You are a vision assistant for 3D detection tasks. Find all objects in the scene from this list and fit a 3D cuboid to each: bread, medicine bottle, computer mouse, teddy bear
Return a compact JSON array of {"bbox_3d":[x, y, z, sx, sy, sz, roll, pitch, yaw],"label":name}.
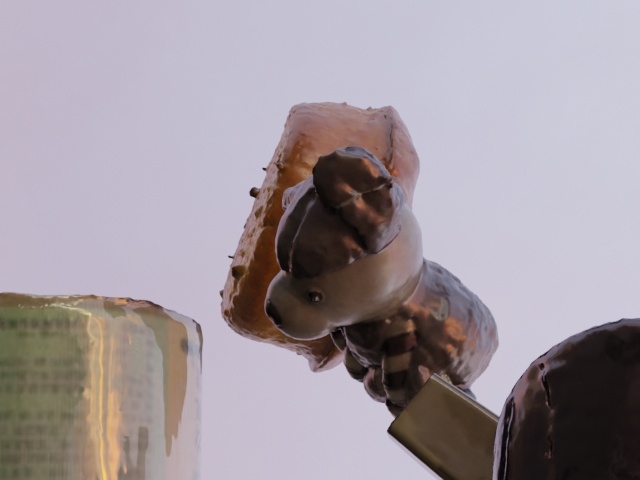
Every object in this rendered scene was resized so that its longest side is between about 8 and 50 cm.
[{"bbox_3d":[0.000,0.000,1.323,0.194,0.179,0.340,20,-78,-4],"label":"bread"},{"bbox_3d":[-0.209,0.261,0.869,0.235,0.235,0.406,-16,-112,41],"label":"medicine bottle"},{"bbox_3d":[0.144,0.166,0.531,0.147,0.088,0.264,5,-58,25],"label":"computer mouse"},{"bbox_3d":[0.024,0.031,0.927,0.251,0.144,0.171,51,-6,-26],"label":"teddy bear"}]

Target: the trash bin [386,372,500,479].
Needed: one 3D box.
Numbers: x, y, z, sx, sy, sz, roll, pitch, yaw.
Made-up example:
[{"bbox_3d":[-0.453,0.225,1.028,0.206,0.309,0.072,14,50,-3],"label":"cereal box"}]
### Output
[{"bbox_3d":[0.099,0.141,0.781,0.092,0.061,0.043,36,-11,21],"label":"trash bin"}]
